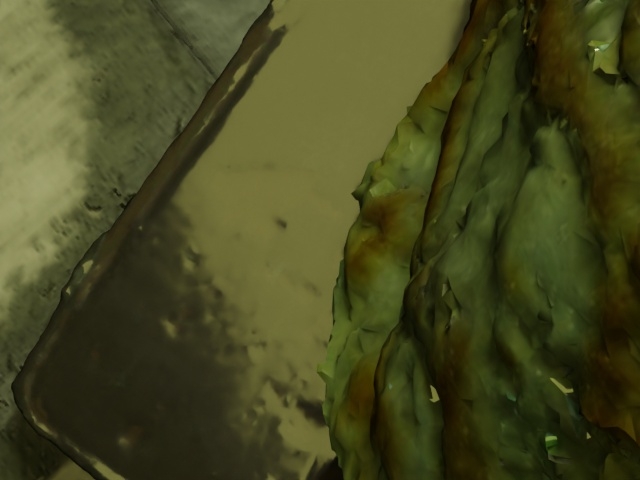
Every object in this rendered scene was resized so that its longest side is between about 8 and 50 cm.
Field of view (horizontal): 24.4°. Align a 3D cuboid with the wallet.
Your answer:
[{"bbox_3d":[0.000,0.000,0.675,0.165,0.042,0.309,37,97,5],"label":"wallet"}]

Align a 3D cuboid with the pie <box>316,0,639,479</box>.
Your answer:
[{"bbox_3d":[0.133,0.035,0.473,0.418,0.180,0.395,-60,41,32],"label":"pie"}]
